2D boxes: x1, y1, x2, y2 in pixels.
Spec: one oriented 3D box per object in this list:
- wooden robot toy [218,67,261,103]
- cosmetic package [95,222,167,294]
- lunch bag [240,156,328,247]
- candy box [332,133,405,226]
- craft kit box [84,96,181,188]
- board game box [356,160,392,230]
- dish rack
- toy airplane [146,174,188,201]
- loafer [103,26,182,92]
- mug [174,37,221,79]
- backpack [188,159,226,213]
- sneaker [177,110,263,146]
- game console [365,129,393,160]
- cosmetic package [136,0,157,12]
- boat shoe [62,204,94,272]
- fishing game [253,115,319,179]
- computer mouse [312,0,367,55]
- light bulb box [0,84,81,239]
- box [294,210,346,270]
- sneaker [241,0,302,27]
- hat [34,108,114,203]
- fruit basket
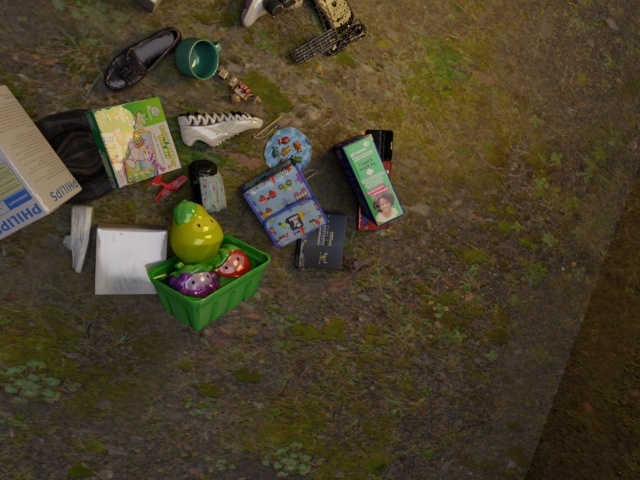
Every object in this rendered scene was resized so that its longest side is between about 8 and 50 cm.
[{"bbox_3d":[-0.296,-0.523,1.833,0.173,0.076,0.079,36,96,-23],"label":"wooden robot toy"},{"bbox_3d":[-0.644,0.061,1.764,0.224,0.138,0.224,1,99,-23],"label":"cosmetic package"},{"bbox_3d":[-0.124,-0.122,1.926,0.221,0.138,0.293,-30,114,0],"label":"lunch bag"},{"bbox_3d":[0.174,-0.232,1.939,0.122,0.268,0.317,-27,103,0],"label":"candy box"},{"bbox_3d":[-0.604,-0.322,1.696,0.246,0.061,0.250,-33,114,-47],"label":"craft kit box"},{"bbox_3d":[0.220,-0.183,2.122,0.145,0.027,0.281,-4,101,-22],"label":"board game box"},{"bbox_3d":[-0.055,-0.761,1.813,0.208,0.074,0.271,-28,145,4],"label":"dish rack"},{"bbox_3d":[-0.533,-0.187,1.779,0.151,0.151,0.028,-23,72,-16],"label":"toy airplane"},{"bbox_3d":[-0.580,-0.599,1.688,0.302,0.095,0.109,-42,112,-10],"label":"loafer"},{"bbox_3d":[-0.415,-0.612,1.746,0.158,0.097,0.129,-18,121,-54],"label":"mug"},{"bbox_3d":[-0.395,-0.181,1.817,0.115,0.152,0.182,-9,115,-11],"label":"backpack"},{"bbox_3d":[-0.348,-0.393,1.823,0.292,0.110,0.118,-5,110,-12],"label":"sneaker"},{"bbox_3d":[0.238,-0.386,2.100,0.107,0.071,0.122,-11,107,-50],"label":"game console"},{"bbox_3d":[-0.507,-0.937,1.624,0.197,0.155,0.365,32,89,-22],"label":"cosmetic package"},{"bbox_3d":[-0.809,-0.007,1.724,0.081,0.079,0.227,8,92,-14],"label":"boat shoe"},{"bbox_3d":[-0.116,-0.330,1.954,0.189,0.041,0.264,-35,111,-10],"label":"fishing game"},{"bbox_3d":[0.042,-0.841,1.911,0.188,0.072,0.272,-36,121,-11],"label":"computer mouse"},{"bbox_3d":[-0.968,-0.188,1.476,0.358,0.225,0.361,-25,110,11],"label":"light bulb box"},{"bbox_3d":[0.000,0.000,2.050,0.183,0.059,0.233,4,98,-23],"label":"box"},{"bbox_3d":[-0.150,-0.842,1.803,0.152,0.114,0.305,42,83,-22],"label":"sneaker"},{"bbox_3d":[-0.779,-0.263,1.652,0.331,0.134,0.331,-5,102,-21],"label":"hat"},{"bbox_3d":[-0.380,0.057,1.742,0.392,0.283,0.392,-41,144,-39],"label":"fruit basket"}]
